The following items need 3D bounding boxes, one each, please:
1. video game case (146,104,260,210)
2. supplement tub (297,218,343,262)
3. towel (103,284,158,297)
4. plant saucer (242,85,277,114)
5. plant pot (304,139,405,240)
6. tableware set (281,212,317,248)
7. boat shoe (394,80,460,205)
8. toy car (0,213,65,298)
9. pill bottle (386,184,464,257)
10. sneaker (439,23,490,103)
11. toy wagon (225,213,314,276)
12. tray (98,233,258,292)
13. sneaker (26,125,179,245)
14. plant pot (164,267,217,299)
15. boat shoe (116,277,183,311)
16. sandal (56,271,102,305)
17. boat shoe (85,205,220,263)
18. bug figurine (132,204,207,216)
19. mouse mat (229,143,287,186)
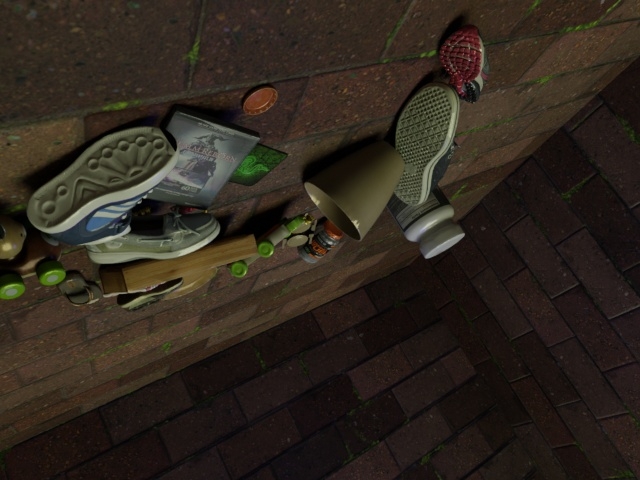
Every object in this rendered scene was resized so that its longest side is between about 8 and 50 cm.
[{"bbox_3d":[-0.287,-0.172,1.136,0.196,0.026,0.274,12,140,-37],"label":"video game case"},{"bbox_3d":[0.000,0.000,2.095,0.117,0.117,0.190,-9,153,-51],"label":"supplement tub"},{"bbox_3d":[-0.540,0.138,1.544,0.144,0.029,0.197,-11,-174,15],"label":"towel"},{"bbox_3d":[-0.135,-0.311,1.119,0.083,0.013,0.083,-27,163,-9],"label":"plant saucer"},{"bbox_3d":[0.132,-0.184,1.621,0.274,0.256,0.256,-45,165,-8],"label":"plant pot"},{"bbox_3d":[-0.090,-0.036,1.966,0.128,0.039,0.194,-10,153,-14],"label":"tableware set"},{"bbox_3d":[0.346,-0.314,1.629,0.156,0.186,0.500,-43,156,-25],"label":"boat shoe"},{"bbox_3d":[-0.602,-0.008,0.993,0.148,0.155,0.188,-22,149,-28],"label":"toy car"},{"bbox_3d":[0.373,-0.127,1.923,0.210,0.363,0.210,-28,164,-9],"label":"pill bottle"},{"bbox_3d":[0.400,-0.492,1.375,0.112,0.120,0.299,-60,161,-2],"label":"sneaker"},{"bbox_3d":[-0.172,0.000,1.746,0.344,0.068,0.267,-37,-174,18],"label":"toy wagon"},{"bbox_3d":[-0.413,0.062,1.503,0.410,0.076,0.202,-18,-173,-39],"label":"tray"},{"bbox_3d":[-0.423,-0.103,1.071,0.322,0.130,0.236,-33,174,-6],"label":"sneaker"},{"bbox_3d":[-0.486,0.139,1.815,0.236,0.032,0.236,-28,163,-9],"label":"plant pot"},{"bbox_3d":[-0.554,0.171,1.677,0.223,0.080,0.073,-23,142,-5],"label":"boat shoe"},{"bbox_3d":[-0.684,0.150,1.448,0.090,0.060,0.219,-25,163,-18],"label":"sandal"},{"bbox_3d":[-0.406,-0.024,1.221,0.320,0.118,0.103,-7,126,-5],"label":"boat shoe"},{"bbox_3d":[-0.391,-0.039,1.376,0.216,0.072,0.279,-25,163,-18],"label":"bug figurine"},{"bbox_3d":[-0.186,-0.202,1.370,0.152,0.007,0.189,-37,162,22],"label":"mouse mat"}]
